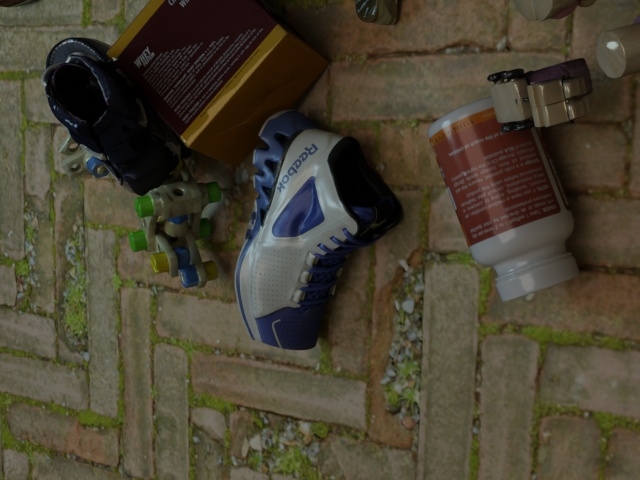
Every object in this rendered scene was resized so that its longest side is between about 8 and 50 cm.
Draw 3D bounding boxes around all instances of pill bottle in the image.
[{"bbox_3d":[0.209,-0.047,1.192,0.121,0.121,0.216,-24,82,39],"label":"pill bottle"}]

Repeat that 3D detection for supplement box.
[{"bbox_3d":[-0.135,-0.240,1.398,0.191,0.129,0.194,-47,67,11],"label":"supplement box"}]

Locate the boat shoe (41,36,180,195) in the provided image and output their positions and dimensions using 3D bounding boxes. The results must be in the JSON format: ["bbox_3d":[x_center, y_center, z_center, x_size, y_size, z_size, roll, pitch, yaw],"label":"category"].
[{"bbox_3d":[-0.312,-0.212,1.427,0.127,0.158,0.340,-42,51,-3],"label":"boat shoe"}]

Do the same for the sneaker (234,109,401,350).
[{"bbox_3d":[0.000,-0.001,1.368,0.182,0.127,0.316,14,105,39],"label":"sneaker"}]

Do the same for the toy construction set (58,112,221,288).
[{"bbox_3d":[-0.253,-0.096,1.559,0.327,0.151,0.215,43,144,32],"label":"toy construction set"}]

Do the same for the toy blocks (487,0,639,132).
[{"bbox_3d":[0.306,-0.290,1.026,0.288,0.260,0.309,-169,63,-70],"label":"toy blocks"}]

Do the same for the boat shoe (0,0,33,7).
[{"bbox_3d":[-0.449,-0.481,1.656,0.324,0.120,0.123,-33,76,38],"label":"boat shoe"}]

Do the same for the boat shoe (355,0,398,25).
[{"bbox_3d":[0.077,-0.342,1.305,0.056,0.048,0.153,6,95,51],"label":"boat shoe"}]
